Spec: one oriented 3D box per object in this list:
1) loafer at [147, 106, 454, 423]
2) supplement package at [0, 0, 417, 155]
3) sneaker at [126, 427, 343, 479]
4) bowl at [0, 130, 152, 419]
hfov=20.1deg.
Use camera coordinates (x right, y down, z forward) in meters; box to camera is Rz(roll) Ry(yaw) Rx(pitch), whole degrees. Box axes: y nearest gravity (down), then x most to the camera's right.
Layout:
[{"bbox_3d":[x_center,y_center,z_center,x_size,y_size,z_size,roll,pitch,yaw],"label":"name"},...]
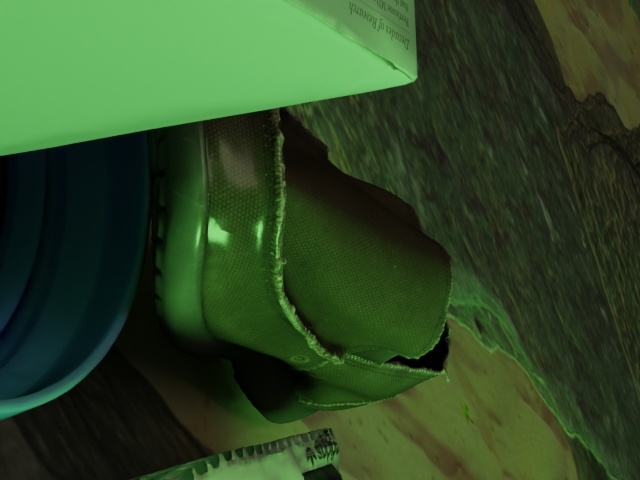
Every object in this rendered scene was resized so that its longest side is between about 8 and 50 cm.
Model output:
[{"bbox_3d":[0.000,0.000,0.918,0.366,0.130,0.133,57,28,-72],"label":"loafer"},{"bbox_3d":[-0.115,-0.131,0.560,0.262,0.204,0.145,22,63,-62],"label":"supplement package"},{"bbox_3d":[-0.044,0.174,0.837,0.293,0.102,0.146,-1,74,-67],"label":"sneaker"},{"bbox_3d":[-0.205,-0.109,0.728,0.391,0.077,0.391,49,31,-43],"label":"bowl"}]
